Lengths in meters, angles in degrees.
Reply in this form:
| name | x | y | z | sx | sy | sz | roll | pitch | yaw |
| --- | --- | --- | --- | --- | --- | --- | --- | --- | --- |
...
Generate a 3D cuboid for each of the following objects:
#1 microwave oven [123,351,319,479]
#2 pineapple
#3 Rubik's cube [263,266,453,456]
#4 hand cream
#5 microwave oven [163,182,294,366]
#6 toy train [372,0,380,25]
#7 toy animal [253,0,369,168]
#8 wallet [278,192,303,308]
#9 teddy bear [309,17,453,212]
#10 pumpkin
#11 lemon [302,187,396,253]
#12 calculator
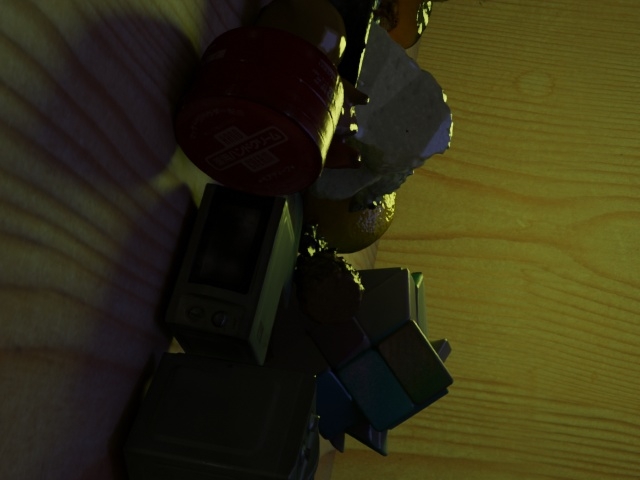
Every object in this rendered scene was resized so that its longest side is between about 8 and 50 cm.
| name | x | y | z | sx | sy | sz | roll | pitch | yaw |
| --- | --- | --- | --- | --- | --- | --- | --- | --- | --- |
| microwave oven | -0.119 | 0.306 | 1.391 | 0.181 | 0.238 | 0.295 | -72 | 168 | -46 |
| pineapple | -0.002 | 0.055 | 1.964 | 0.248 | 0.128 | 0.128 | -118 | -149 | -60 |
| Rubik's cube | 0.077 | 0.227 | 2.110 | 0.358 | 0.387 | 0.368 | 52 | 37 | -65 |
| hand cream | -0.073 | -0.157 | 1.302 | 0.193 | 0.193 | 0.125 | 88 | 16 | -54 |
| microwave oven | -0.122 | 0.049 | 1.426 | 0.163 | 0.129 | 0.205 | 85 | 18 | -67 |
| toy train | 0.063 | -0.446 | 2.166 | 0.219 | 0.089 | 0.127 | 85 | 28 | -61 |
| toy animal | -0.031 | -0.242 | 1.541 | 0.169 | 0.195 | 0.281 | 45 | 41 | -78 |
| wallet | -0.079 | -0.041 | 1.768 | 0.360 | 0.083 | 0.252 | 81 | 16 | -64 |
| teddy bear | 0.055 | -0.211 | 1.899 | 0.362 | 0.375 | 0.327 | -4 | -122 | 64 |
| pumpkin | 0.177 | -0.578 | 2.231 | 0.325 | 0.242 | 0.232 | 92 | 20 | -63 |
| lemon | 0.054 | -0.069 | 2.196 | 0.256 | 0.188 | 0.188 | -45 | 151 | -36 |
| calculator | 0.000 | -0.327 | 1.656 | 0.021 | 0.161 | 0.261 | 44 | 57 | -70 |
